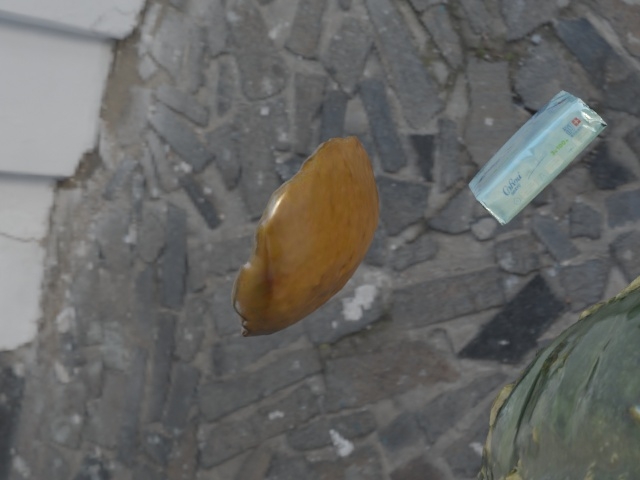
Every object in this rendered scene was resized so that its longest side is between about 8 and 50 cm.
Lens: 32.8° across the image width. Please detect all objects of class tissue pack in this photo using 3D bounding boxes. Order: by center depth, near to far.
[{"bbox_3d":[0.397,-0.158,2.029,0.263,0.177,0.089,-44,98,10],"label":"tissue pack"}]

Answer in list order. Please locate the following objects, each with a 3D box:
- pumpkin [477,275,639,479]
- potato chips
[{"bbox_3d":[0.212,0.138,0.460,0.291,0.328,0.257,-7,53,55],"label":"pumpkin"},{"bbox_3d":[0.000,0.000,0.810,0.049,0.202,0.150,19,109,23],"label":"potato chips"}]
